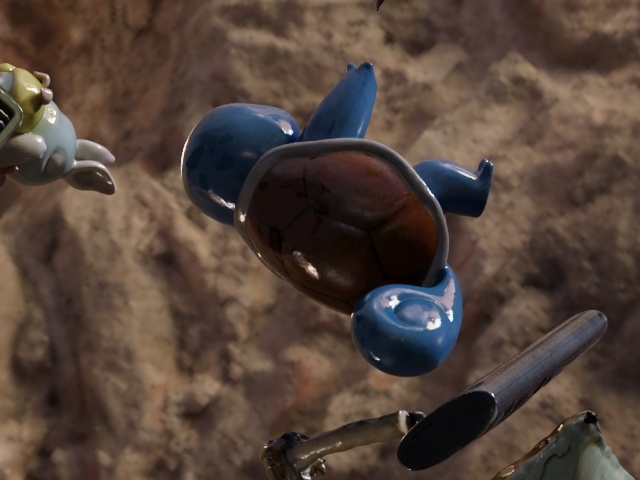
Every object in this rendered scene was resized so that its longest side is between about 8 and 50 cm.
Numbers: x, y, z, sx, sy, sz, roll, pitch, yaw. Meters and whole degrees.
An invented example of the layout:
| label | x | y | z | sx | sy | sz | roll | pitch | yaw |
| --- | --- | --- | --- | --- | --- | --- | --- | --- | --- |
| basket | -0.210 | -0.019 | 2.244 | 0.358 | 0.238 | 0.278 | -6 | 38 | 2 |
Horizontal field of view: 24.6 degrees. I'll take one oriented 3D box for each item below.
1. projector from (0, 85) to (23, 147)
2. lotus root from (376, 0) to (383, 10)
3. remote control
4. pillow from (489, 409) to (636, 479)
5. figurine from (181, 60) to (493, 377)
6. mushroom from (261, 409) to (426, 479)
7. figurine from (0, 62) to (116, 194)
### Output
| label | x | y | z | sx | sy | sz | roll | pitch | yaw |
| --- | --- | --- | --- | --- | --- | --- | --- | --- | --- |
| projector | -0.350 | -0.028 | 1.149 | 0.269 | 0.088 | 0.193 | -49 | -161 | -3 |
| lotus root | 0.033 | -0.275 | 0.817 | 0.154 | 0.154 | 0.278 | -175 | -88 | -70 |
| remote control | 0.180 | 0.132 | 1.370 | 0.107 | 0.044 | 0.377 | -44 | 169 | 23 |
| pillow | 0.166 | 0.305 | 1.148 | 0.312 | 0.310 | 0.119 | -41 | -148 | 9 |
| figurine | 0.035 | -0.007 | 1.606 | 0.243 | 0.416 | 0.298 | -21 | 140 | -34 |
| mushroom | 0.021 | 0.205 | 1.448 | 0.187 | 0.060 | 0.061 | -21 | -110 | 33 |
| figurine | -0.332 | -0.122 | 1.609 | 0.127 | 0.235 | 0.155 | -108 | -152 | -50 |
